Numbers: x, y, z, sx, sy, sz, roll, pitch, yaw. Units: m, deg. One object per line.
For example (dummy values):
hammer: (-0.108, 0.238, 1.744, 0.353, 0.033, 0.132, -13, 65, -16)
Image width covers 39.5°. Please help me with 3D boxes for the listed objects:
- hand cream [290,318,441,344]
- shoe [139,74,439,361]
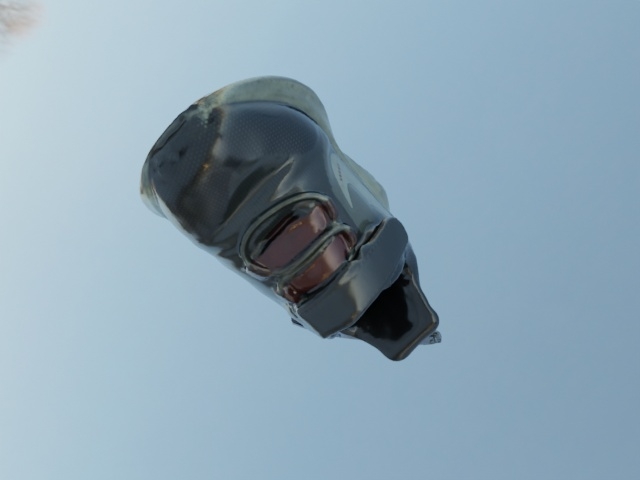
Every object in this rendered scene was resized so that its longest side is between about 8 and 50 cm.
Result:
hand cream: (0.049, 0.095, 0.972, 0.163, 0.062, 0.039, 12, -104, 16)
shoe: (0.000, 0.000, 0.471, 0.099, 0.227, 0.112, -41, -114, 8)
